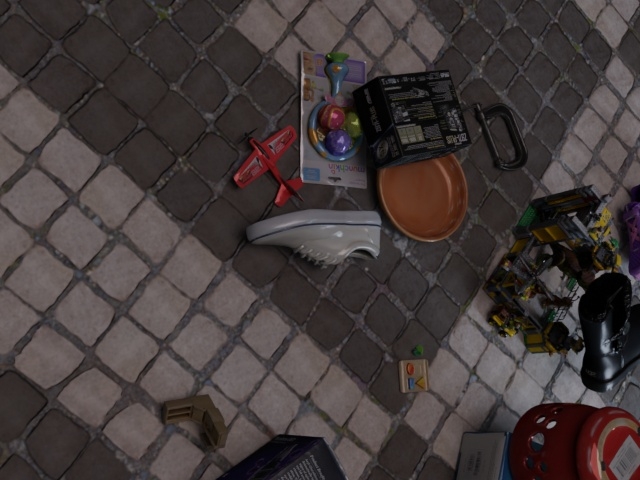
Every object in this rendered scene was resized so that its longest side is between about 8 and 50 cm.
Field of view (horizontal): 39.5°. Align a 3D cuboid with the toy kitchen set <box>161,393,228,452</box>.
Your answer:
[{"bbox_3d":[-0.191,0.289,1.340,0.075,0.083,0.068,-4,125,-30],"label":"toy kitchen set"}]

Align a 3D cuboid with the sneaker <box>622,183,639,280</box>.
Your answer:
[{"bbox_3d":[0.682,-0.028,1.887,0.105,0.095,0.236,31,62,-15],"label":"sneaker"}]

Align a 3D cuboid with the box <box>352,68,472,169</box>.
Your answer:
[{"bbox_3d":[0.163,-0.215,1.570,0.180,0.077,0.147,-15,86,-38],"label":"box"}]

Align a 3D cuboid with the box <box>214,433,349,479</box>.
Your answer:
[{"bbox_3d":[-0.080,0.390,1.335,0.207,0.153,0.108,-31,97,-31],"label":"box"}]

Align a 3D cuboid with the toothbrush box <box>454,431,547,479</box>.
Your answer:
[{"bbox_3d":[0.386,0.487,1.600,0.296,0.126,0.216,23,69,-24],"label":"toothbrush box"}]

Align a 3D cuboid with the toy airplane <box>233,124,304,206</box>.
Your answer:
[{"bbox_3d":[-0.079,-0.122,1.495,0.151,0.028,0.151,5,81,-28],"label":"toy airplane"}]

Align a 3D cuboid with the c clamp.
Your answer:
[{"bbox_3d":[0.348,-0.206,1.762,0.137,0.022,0.160,-30,95,-35],"label":"c clamp"}]

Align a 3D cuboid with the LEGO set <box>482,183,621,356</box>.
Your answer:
[{"bbox_3d":[0.478,0.054,1.689,0.331,0.192,0.255,-44,104,-28],"label":"LEGO set"}]

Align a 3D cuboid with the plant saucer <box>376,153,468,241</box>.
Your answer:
[{"bbox_3d":[0.182,-0.094,1.636,0.200,0.037,0.199,6,78,-29],"label":"plant saucer"}]

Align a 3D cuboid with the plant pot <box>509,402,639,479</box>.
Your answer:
[{"bbox_3d":[0.441,0.362,1.487,0.191,0.174,0.191,9,72,-28],"label":"plant pot"}]

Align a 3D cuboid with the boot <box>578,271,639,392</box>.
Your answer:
[{"bbox_3d":[0.563,0.139,1.650,0.246,0.094,0.207,-37,134,-29],"label":"boot"}]

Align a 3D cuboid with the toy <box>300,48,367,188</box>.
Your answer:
[{"bbox_3d":[0.034,-0.217,1.560,0.137,0.056,0.237,4,80,-29],"label":"toy"}]

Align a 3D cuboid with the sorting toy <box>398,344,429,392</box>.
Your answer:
[{"bbox_3d":[0.167,0.228,1.585,0.062,0.012,0.083,1,81,-29],"label":"sorting toy"}]

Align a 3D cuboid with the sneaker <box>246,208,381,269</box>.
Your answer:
[{"bbox_3d":[0.000,0.000,1.480,0.258,0.094,0.091,-3,79,-31],"label":"sneaker"}]
